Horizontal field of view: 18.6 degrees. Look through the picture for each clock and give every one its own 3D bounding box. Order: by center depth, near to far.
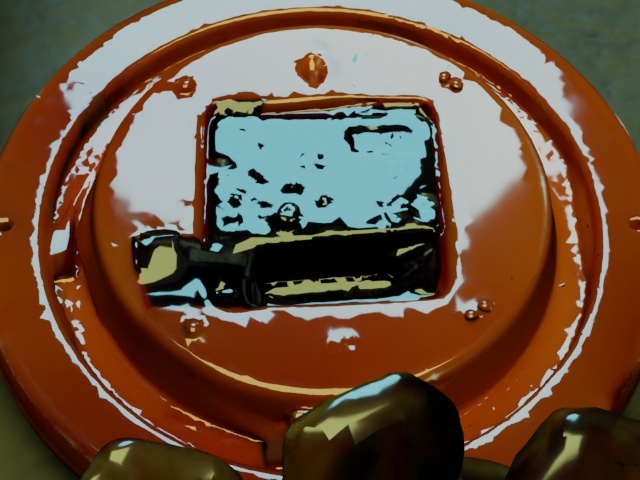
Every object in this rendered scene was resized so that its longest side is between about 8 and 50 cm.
[{"bbox_3d":[0.000,0.000,0.584,0.205,0.051,0.205,1,56,-2],"label":"clock"}]

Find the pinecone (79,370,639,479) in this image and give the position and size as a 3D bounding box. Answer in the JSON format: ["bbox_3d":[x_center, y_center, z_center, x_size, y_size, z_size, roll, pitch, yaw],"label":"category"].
[{"bbox_3d":[0.027,0.136,0.406,0.229,0.202,0.201,-26,29,-18],"label":"pinecone"}]
